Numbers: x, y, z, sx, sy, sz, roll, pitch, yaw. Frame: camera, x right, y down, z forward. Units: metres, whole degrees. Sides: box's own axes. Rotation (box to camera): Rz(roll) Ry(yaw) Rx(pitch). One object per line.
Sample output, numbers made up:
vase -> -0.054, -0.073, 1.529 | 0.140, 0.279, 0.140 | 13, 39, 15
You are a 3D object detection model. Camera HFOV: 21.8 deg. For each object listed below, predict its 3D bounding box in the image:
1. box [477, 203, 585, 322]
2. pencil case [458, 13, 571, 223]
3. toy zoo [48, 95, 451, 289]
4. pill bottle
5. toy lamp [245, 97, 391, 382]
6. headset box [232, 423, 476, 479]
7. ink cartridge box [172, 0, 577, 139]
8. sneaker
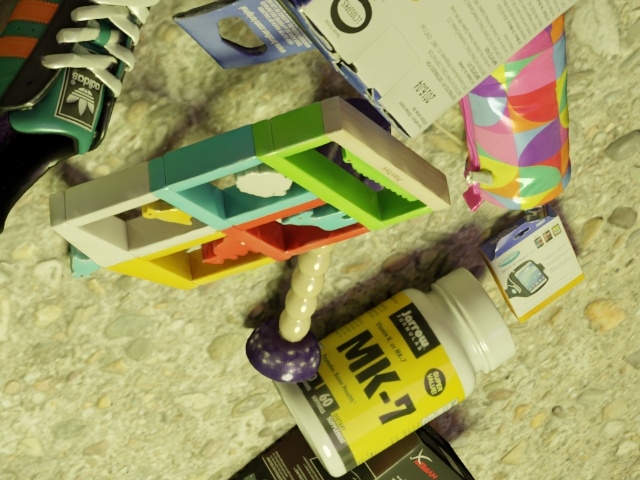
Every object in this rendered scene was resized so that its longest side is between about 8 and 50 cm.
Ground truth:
box -> 0.206, 0.018, 1.624 | 0.081, 0.028, 0.136 | -34, 139, -2
pencil case -> 0.158, -0.123, 1.390 | 0.104, 0.104, 0.236 | -26, 139, -12
toy zoo -> -0.071, -0.023, 1.278 | 0.293, 0.030, 0.192 | -18, 157, 24
pill bottle -> 0.069, 0.119, 1.552 | 0.208, 0.119, 0.119 | -32, 141, -6
toy lamp -> 0.000, 0.000, 1.416 | 0.080, 0.080, 0.274 | -8, 136, -31
headset box -> 0.007, 0.297, 1.692 | 0.293, 0.110, 0.218 | -40, 141, 4
ink cartridge box -> 0.086, -0.238, 1.134 | 0.395, 0.151, 0.270 | -42, 156, 4
sneaker -> -0.165, -0.129, 1.122 | 0.108, 0.121, 0.302 | 21, 114, -46
